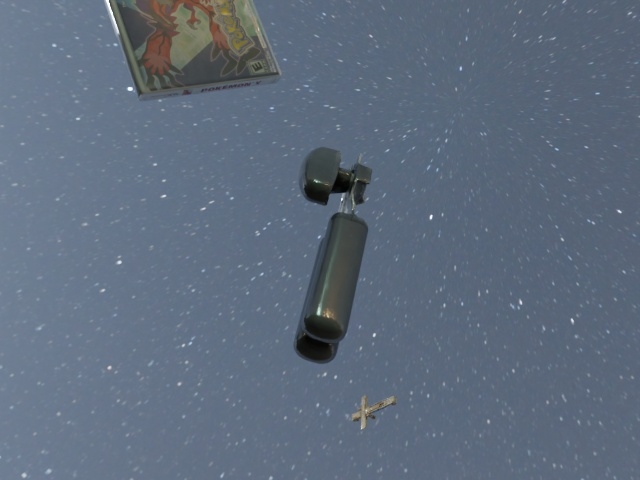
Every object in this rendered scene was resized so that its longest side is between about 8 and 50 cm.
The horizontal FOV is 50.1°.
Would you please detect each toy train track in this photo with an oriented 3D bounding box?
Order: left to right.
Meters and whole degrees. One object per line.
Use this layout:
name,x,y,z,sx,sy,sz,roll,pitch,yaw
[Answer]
toy train track,0.075,0.228,0.920,0.014,0.048,0.083,29,-45,-27

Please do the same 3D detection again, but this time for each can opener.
can opener,0.000,0.000,0.763,0.095,0.284,0.076,18,-44,-3

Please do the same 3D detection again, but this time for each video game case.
video game case,-0.162,-0.272,0.834,0.183,0.023,0.202,-15,-102,-28
